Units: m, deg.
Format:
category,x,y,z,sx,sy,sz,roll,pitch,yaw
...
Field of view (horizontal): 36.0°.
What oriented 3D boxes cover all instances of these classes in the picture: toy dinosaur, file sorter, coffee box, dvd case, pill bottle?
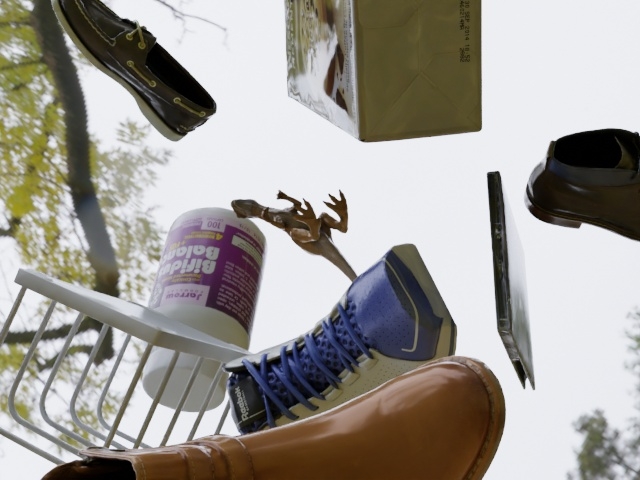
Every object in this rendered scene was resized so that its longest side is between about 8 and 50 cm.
category,x,y,z,sx,sy,sz,roll,pitch,yaw
toy dinosaur,0.000,0.000,1.082,0.064,0.211,0.112,-45,-11,-31
file sorter,-0.235,0.165,1.159,0.173,0.192,0.277,-67,-22,-4
coffee box,0.048,-0.204,0.952,0.118,0.297,0.168,-7,-74,-12
dvd case,0.200,0.049,1.020,0.221,0.018,0.165,53,-147,-62
pill bottle,-0.184,0.107,1.529,0.169,0.169,0.302,54,-148,-40

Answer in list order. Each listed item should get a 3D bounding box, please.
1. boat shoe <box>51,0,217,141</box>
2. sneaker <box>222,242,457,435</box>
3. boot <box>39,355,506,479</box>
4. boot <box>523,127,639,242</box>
category,x,y,z,sx,sy,sz,roll,pitch,yaw
boat shoe,-0.214,-0.216,1.150,0.068,0.081,0.228,-28,-56,24
sneaker,0.003,0.143,1.029,0.182,0.127,0.315,-14,-26,-30
boot,-0.039,0.145,0.633,0.283,0.109,0.220,-31,-35,26
boot,0.315,-0.054,0.969,0.106,0.219,0.082,75,-161,-65
